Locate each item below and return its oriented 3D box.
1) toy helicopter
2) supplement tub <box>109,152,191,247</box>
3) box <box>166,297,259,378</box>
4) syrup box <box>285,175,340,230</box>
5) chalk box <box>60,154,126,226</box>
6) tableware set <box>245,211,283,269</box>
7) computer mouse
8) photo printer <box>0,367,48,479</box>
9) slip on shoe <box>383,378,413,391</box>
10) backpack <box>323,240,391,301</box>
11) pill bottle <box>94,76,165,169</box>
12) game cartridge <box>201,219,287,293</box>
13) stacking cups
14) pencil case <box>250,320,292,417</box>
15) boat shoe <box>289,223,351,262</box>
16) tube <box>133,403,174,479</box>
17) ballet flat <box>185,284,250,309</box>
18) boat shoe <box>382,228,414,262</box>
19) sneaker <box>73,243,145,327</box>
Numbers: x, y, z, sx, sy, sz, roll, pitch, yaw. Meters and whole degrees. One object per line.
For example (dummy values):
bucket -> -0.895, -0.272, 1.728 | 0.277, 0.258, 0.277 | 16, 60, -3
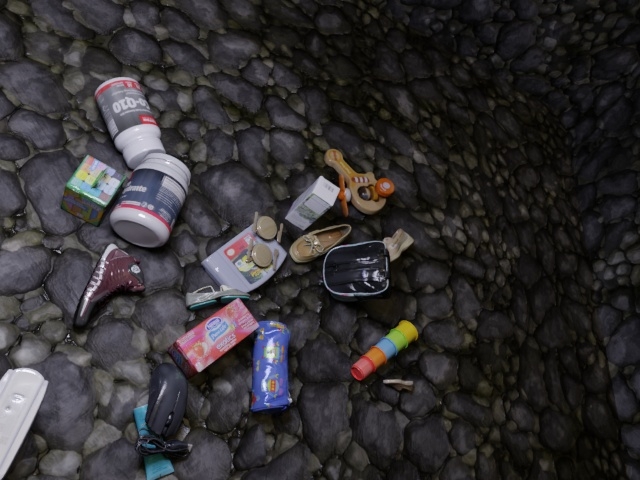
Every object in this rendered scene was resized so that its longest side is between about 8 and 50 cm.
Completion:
toy helicopter -> 0.130, -0.252, 2.247 | 0.235, 0.140, 0.355 | -34, 76, -29
supplement tub -> -0.550, -0.132, 1.701 | 0.191, 0.191, 0.272 | 26, 56, -19
box -> -0.341, 0.310, 1.652 | 0.257, 0.128, 0.122 | -35, 88, -38
syrup box -> -0.034, -0.139, 1.994 | 0.093, 0.237, 0.096 | 34, 55, -14
chalk box -> -0.703, -0.162, 1.607 | 0.132, 0.213, 0.132 | 30, 54, -16
tableware set -> -0.211, 0.005, 1.878 | 0.128, 0.039, 0.194 | 25, 61, -34
computer mouse -> -0.435, 0.485, 1.510 | 0.188, 0.072, 0.272 | 35, 42, -48
photo printer -> -0.749, 0.454, 1.213 | 0.107, 0.307, 0.256 | 27, 53, -20
slip on shoe -> 0.298, 0.553, 1.980 | 0.135, 0.051, 0.041 | 15, 72, -32
backpack -> 0.142, 0.126, 1.988 | 0.254, 0.191, 0.225 | -5, 65, 10
pill bottle -> -0.652, -0.402, 1.791 | 0.161, 0.161, 0.283 | -19, 78, -37
game cartridge -> -0.260, 0.073, 1.869 | 0.196, 0.060, 0.294 | 52, 52, -5
stacking cups -> 0.246, 0.429, 1.985 | 0.316, 0.096, 0.096 | -33, 86, -35
pencil case -> -0.160, 0.420, 1.712 | 0.133, 0.119, 0.306 | -2, 65, -1
boat shoe -> 0.000, 0.000, 2.040 | 0.285, 0.089, 0.104 | -29, 84, -38
tube -> -0.484, 0.575, 1.486 | 0.080, 0.052, 0.207 | -12, 78, -36
ballet flat -> -0.342, 0.180, 1.727 | 0.213, 0.072, 0.068 | -8, 66, -15
boat shoe -> 0.289, 0.040, 2.193 | 0.098, 0.109, 0.302 | 49, 46, 5
sneaker -> -0.622, 0.152, 1.574 | 0.163, 0.106, 0.281 | 26, 55, -22
